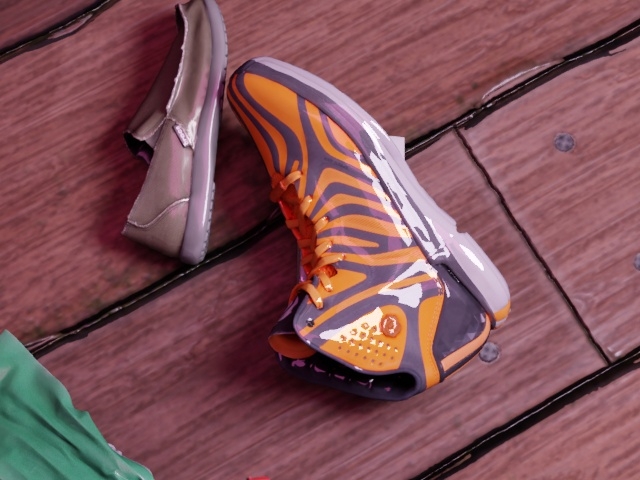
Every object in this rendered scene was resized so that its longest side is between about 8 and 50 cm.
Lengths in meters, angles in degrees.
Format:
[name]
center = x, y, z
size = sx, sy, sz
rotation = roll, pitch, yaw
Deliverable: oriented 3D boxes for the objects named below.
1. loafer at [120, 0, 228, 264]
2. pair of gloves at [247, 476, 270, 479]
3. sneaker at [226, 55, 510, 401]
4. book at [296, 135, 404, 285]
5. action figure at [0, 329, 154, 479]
[loafer]
center = -0.132, -0.105, 1.534
size = 0.087, 0.094, 0.251
rotation = 5, 73, -4
[pair of gloves]
center = -0.117, 0.282, 1.453
size = 0.198, 0.023, 0.159
rotation = -5, 71, -4
[sneaker]
center = 0.000, 0.000, 1.452
size = 0.180, 0.124, 0.321
rotation = -41, 83, -21
[book]
center = 0.028, -0.025, 1.548
size = 0.096, 0.035, 0.144
rotation = 2, 72, -6
[action figure]
center = -0.218, 0.191, 1.443
size = 0.232, 0.063, 0.137
rotation = 31, 76, 19
